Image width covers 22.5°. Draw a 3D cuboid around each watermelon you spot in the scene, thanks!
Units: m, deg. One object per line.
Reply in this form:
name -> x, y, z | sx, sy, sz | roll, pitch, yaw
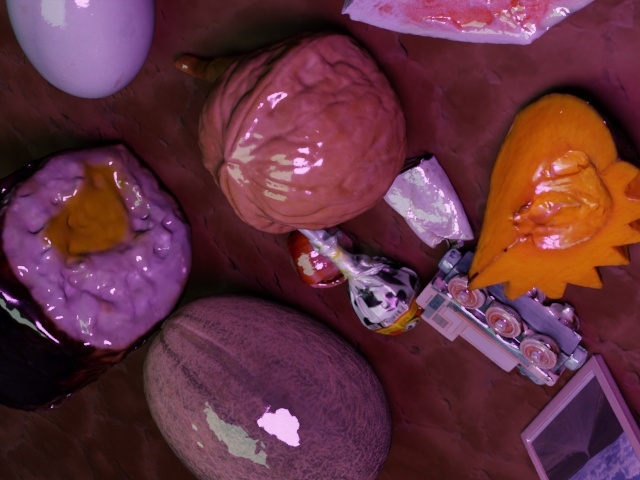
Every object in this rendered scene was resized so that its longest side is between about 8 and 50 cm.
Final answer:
watermelon -> 0.150, -0.292, 1.467 | 0.305, 0.180, 0.224 | -34, 82, 50

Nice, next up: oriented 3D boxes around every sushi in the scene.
sushi -> -0.346, 0.055, 2.063 | 0.294, 0.299, 0.281 | -34, 81, 50

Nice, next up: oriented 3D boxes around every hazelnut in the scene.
hazelnut -> 0.001, 0.016, 1.911 | 0.086, 0.086, 0.086 | 22, 133, 26

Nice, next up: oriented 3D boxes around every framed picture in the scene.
framed picture -> 0.322, 0.280, 1.793 | 0.189, 0.023, 0.260 | -58, 48, 48

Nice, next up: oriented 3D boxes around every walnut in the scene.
walnut -> -0.021, -0.112, 1.717 | 0.228, 0.228, 0.228 | 22, 133, 26

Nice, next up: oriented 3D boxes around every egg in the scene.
egg -> -0.273, -0.270, 1.847 | 0.168, 0.168, 0.231 | 15, 132, 32

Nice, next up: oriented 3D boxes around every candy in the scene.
candy -> 0.000, 0.000, 1.835 | 0.305, 0.091, 0.083 | 39, 106, -15

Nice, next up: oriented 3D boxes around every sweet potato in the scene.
sweet potato -> -0.103, -0.199, 1.854 | 0.179, 0.044, 0.044 | -3, 119, 41

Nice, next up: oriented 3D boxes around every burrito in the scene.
burrito -> 0.120, -0.038, 1.787 | 0.074, 0.044, 0.118 | -29, 102, 29

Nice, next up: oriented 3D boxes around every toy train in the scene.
toy train -> 0.203, 0.088, 1.794 | 0.194, 0.081, 0.125 | 39, 147, 3

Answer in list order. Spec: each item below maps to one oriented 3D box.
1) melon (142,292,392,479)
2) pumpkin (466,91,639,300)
melon -> -0.063, 0.203, 1.968 | 0.329, 0.248, 0.248 | 37, 139, -4
pumpkin -> 0.258, -0.052, 1.643 | 0.130, 0.149, 0.254 | 13, 141, -27
